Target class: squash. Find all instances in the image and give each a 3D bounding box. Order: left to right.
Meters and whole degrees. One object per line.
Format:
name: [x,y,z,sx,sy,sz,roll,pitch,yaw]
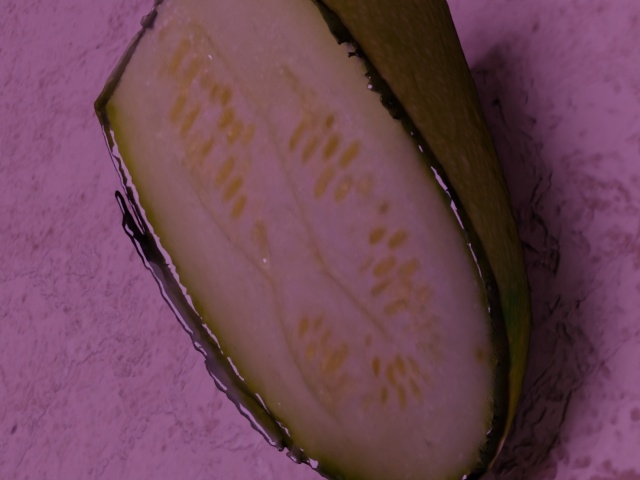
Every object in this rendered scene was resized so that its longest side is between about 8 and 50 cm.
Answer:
squash: [0.000,0.000,1.116,0.233,0.210,0.309,-51,32,38]
